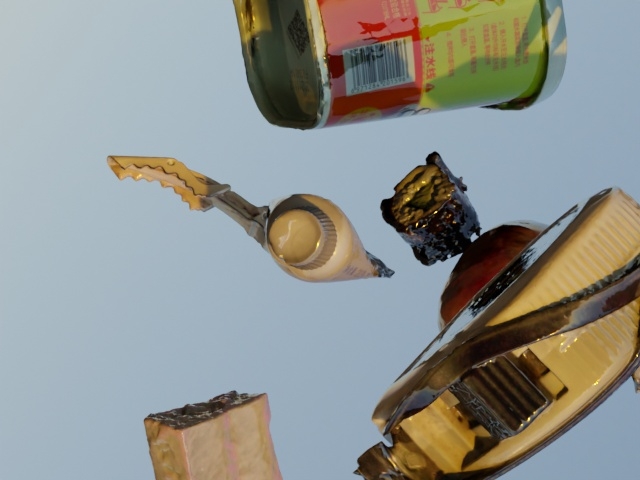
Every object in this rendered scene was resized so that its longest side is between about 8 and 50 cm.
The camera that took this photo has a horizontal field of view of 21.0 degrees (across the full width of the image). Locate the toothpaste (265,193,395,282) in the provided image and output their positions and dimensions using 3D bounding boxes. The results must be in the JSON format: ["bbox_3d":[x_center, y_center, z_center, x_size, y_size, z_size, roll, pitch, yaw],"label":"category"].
[{"bbox_3d":[-0.001,-0.002,1.410,0.068,0.099,0.282,-26,175,6],"label":"toothpaste"}]

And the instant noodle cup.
[{"bbox_3d":[0.082,-0.255,1.989,0.307,0.294,0.294,-15,-170,-26],"label":"instant noodle cup"}]

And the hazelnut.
[{"bbox_3d":[0.213,0.067,1.867,0.178,0.178,0.204,-39,164,27],"label":"hazelnut"}]

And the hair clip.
[{"bbox_3d":[-0.121,-0.054,1.870,0.072,0.226,0.034,-61,176,-34],"label":"hair clip"}]

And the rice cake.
[{"bbox_3d":[-0.064,0.261,1.370,0.050,0.298,0.106,5,-158,42],"label":"rice cake"}]

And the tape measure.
[{"bbox_3d":[0.174,0.088,1.346,0.271,0.133,0.231,-41,179,-32],"label":"tape measure"}]

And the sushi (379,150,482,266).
[{"bbox_3d":[0.125,-0.031,1.934,0.094,0.084,0.098,-34,-144,10],"label":"sushi"}]
